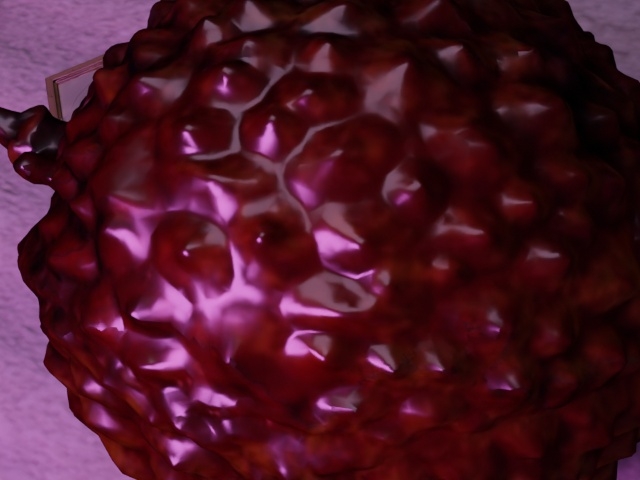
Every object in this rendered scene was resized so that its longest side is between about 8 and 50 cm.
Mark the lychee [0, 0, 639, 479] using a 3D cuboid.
[{"bbox_3d":[0.000,0.000,1.030,0.500,0.424,0.424,17,60,17],"label":"lychee"}]

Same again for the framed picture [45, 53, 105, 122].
[{"bbox_3d":[-0.185,-0.109,1.469,0.136,0.010,0.201,-21,48,5],"label":"framed picture"}]
